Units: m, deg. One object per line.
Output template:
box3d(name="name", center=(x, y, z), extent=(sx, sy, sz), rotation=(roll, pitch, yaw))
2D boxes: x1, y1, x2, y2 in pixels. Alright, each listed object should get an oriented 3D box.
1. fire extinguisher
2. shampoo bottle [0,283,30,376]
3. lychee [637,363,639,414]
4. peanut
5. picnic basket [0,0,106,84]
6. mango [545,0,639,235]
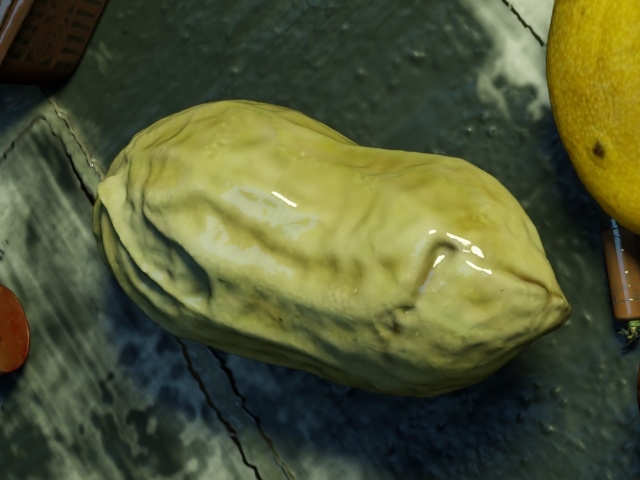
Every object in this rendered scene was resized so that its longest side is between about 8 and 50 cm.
box3d(name="fire extinguisher", center=(0.183, 0.024, 0.946), extent=(0.028, 0.022, 0.083), rotation=(156, 108, -64))
box3d(name="shampoo bottle", center=(-0.366, 0.103, 1.204), extent=(0.314, 0.076, 0.118), rotation=(-16, 76, 26))
box3d(name="lychee", center=(0.228, 0.096, 0.877), extent=(0.101, 0.140, 0.114), rotation=(11, 53, 33))
box3d(name="peanut", center=(0.001, 0.003, 0.969), extent=(0.340, 0.158, 0.174), rotation=(17, 133, 25))
box3d(name="picnic basket", center=(-0.230, -0.245, 1.129), extent=(0.222, 0.129, 0.297), rotation=(28, 98, 29))
box3d(name="mango", center=(0.207, -0.132, 0.893), extent=(0.157, 0.109, 0.262), rotation=(21, 94, 31))
